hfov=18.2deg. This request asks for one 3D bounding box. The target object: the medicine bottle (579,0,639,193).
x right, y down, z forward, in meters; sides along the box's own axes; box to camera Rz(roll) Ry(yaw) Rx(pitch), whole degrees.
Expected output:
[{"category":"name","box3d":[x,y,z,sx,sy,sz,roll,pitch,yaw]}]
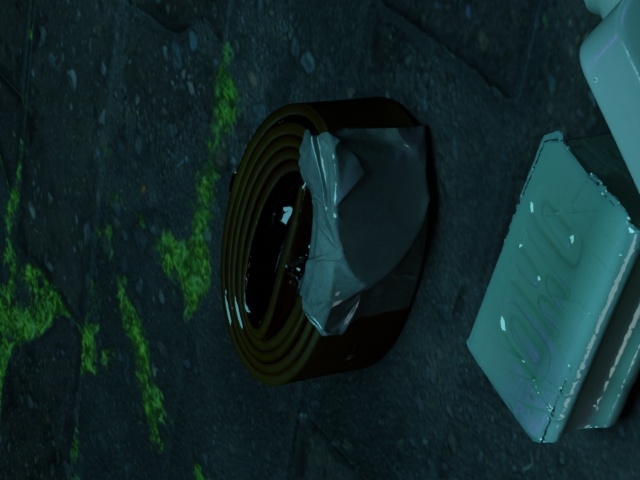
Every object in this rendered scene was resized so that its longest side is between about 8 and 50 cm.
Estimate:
[{"category":"medicine bottle","box3d":[0.287,-0.108,1.471,0.111,0.161,0.296,-51,54,52]}]

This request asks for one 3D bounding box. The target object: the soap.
[{"category":"soap","box3d":[0.219,0.037,1.691,0.150,0.094,0.261,52,140,37]}]

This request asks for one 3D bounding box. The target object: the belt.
[{"category":"belt","box3d":[0.000,0.000,2.017,0.217,0.122,0.339,56,142,36]}]
